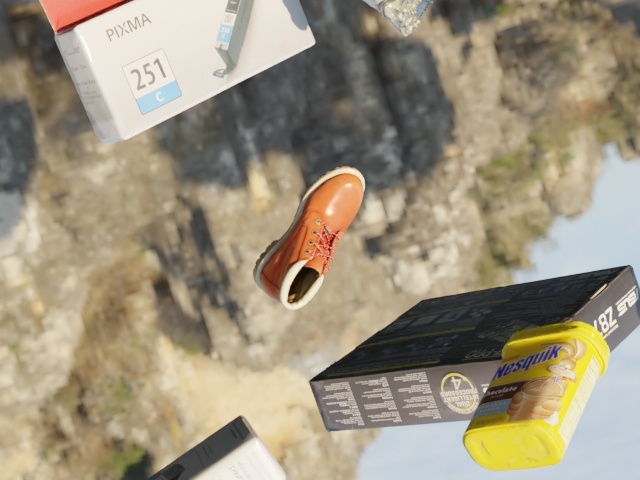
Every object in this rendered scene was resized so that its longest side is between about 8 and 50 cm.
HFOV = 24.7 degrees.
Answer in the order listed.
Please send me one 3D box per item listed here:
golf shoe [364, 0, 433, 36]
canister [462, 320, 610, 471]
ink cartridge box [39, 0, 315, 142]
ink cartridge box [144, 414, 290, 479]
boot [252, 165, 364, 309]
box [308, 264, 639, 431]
[{"bbox_3d":[0.080,-0.285,1.664,0.069,0.086,0.176,-55,168,5],"label":"golf shoe"},{"bbox_3d":[0.242,0.176,1.644,0.126,0.073,0.170,-14,-151,39],"label":"canister"},{"bbox_3d":[-0.176,-0.289,1.692,0.296,0.261,0.066,-32,-164,-32],"label":"ink cartridge box"},{"bbox_3d":[-0.163,0.424,2.015,0.306,0.226,0.131,-35,-165,-7],"label":"ink cartridge box"},{"bbox_3d":[0.000,0.000,1.473,0.158,0.059,0.084,-55,-155,5],"label":"boot"},{"bbox_3d":[0.227,0.156,2.109,0.395,0.097,0.318,-12,-168,41],"label":"box"}]
